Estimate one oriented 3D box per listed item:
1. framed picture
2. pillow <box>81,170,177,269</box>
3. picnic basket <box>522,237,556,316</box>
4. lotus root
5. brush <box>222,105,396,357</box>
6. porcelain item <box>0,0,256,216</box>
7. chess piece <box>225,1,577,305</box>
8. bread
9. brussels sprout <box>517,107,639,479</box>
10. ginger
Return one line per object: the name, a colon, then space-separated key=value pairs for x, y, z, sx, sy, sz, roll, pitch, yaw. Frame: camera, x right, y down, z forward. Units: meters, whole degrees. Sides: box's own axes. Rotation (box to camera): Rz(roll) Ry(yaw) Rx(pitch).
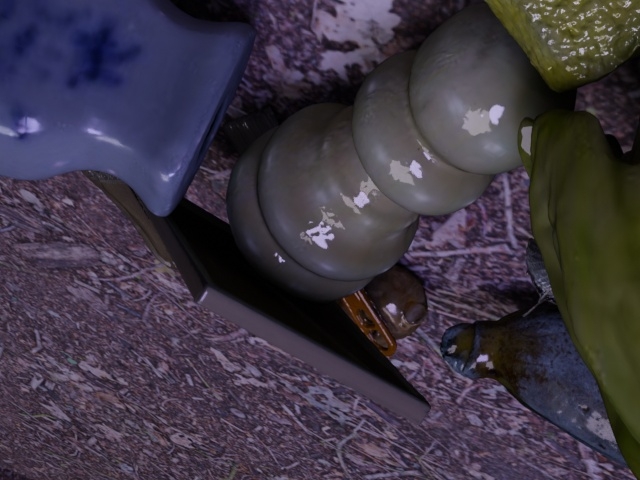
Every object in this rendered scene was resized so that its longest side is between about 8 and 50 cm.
framed picture: x=-0.054 y=0.041 z=0.975 sx=0.247 sy=0.022 sz=0.335 roll=32 pitch=-173 yaw=-28
pillow: x=-0.208 y=-0.033 z=1.275 sx=0.130 sy=0.033 sz=0.217 roll=1 pitch=140 yaw=37
picnic basket: x=0.225 y=0.033 z=0.993 sx=0.083 sy=0.065 sz=0.083 roll=35 pitch=133 yaw=-19
lotus root: x=0.283 y=0.138 z=1.036 sx=0.322 sy=0.140 sz=0.158 roll=26 pitch=175 yaw=17
brush: x=0.000 y=0.000 z=1.092 sx=0.090 sy=0.017 sz=0.314 roll=-11 pitch=115 yaw=53
porcelain item: x=-0.276 y=-0.187 z=0.898 sx=0.405 sy=0.243 sz=0.178 roll=25 pitch=176 yaw=-2
chess piece: x=0.075 y=-0.078 z=0.856 sx=0.182 sy=0.182 sz=0.330 roll=38 pitch=143 yaw=-16
bread: x=0.173 y=-0.173 z=0.674 sx=0.114 sy=0.111 sz=0.129 roll=43 pitch=103 yaw=-8
brussels sprout: x=0.327 y=0.054 z=0.598 sx=0.342 sy=0.361 sz=0.425 roll=8 pitch=165 yaw=-30
ginger: x=0.051 y=0.088 z=1.200 sx=0.104 sy=0.080 sz=0.204 roll=45 pitch=146 yaw=0
